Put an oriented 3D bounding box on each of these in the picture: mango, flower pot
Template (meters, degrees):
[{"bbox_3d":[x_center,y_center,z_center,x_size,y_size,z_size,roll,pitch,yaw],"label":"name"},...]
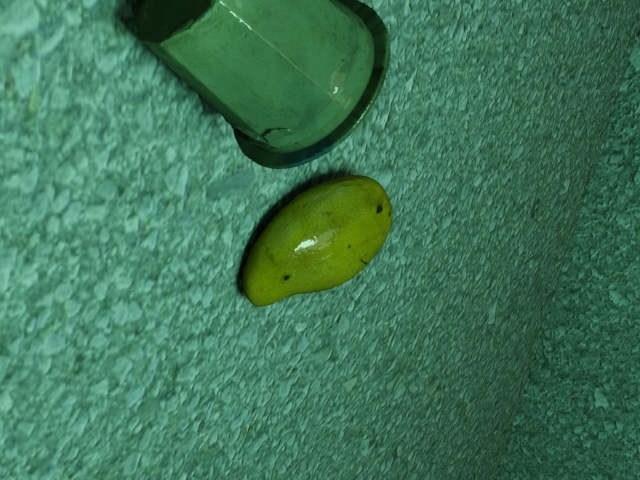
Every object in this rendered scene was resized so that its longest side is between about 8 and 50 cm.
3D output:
[{"bbox_3d":[0.005,0.002,1.135,0.262,0.109,0.157,-39,144,-32],"label":"mango"},{"bbox_3d":[-0.072,-0.209,0.829,0.203,0.212,0.212,33,83,-43],"label":"flower pot"}]
